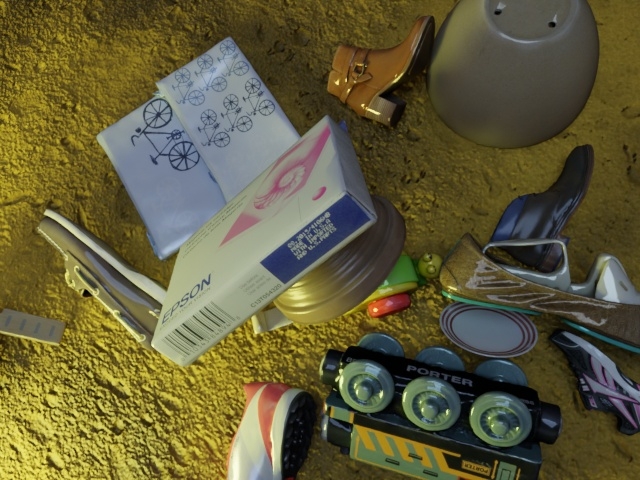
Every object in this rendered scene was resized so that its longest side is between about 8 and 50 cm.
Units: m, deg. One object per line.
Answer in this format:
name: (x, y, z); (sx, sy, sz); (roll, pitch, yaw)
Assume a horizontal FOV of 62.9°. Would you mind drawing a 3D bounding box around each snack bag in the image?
snack bag: (-0.232, -0.179, 0.980); (0.342, 0.037, 0.323); (-33, 73, 1)

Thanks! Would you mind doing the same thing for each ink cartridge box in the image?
ink cartridge box: (-0.086, -0.031, 0.750); (0.324, 0.071, 0.330); (-39, 29, 18)

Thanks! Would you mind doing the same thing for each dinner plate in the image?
dinner plate: (0.250, 0.133, 0.785); (0.141, 0.141, 0.017); (7, 120, 11)

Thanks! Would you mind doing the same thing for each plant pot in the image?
plant pot: (0.316, -0.316, 0.841); (0.284, 0.191, 0.284); (-2, 76, 9)
plant pot: (0.000, 0.000, 0.788); (0.237, 0.110, 0.237); (-31, 32, 21)

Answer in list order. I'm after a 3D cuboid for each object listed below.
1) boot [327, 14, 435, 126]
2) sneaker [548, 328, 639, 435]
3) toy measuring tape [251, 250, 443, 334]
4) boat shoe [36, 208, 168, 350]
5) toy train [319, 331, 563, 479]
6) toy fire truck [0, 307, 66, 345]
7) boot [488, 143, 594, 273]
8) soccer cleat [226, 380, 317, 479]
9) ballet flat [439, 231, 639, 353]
boot: (0.099, -0.313, 0.906); (0.152, 0.073, 0.197); (35, 113, 23)
sneaker: (0.401, 0.207, 0.758); (0.077, 0.072, 0.178); (-48, 67, 7)
toy measuring tape: (0.035, 0.081, 0.828); (0.330, 0.121, 0.121); (-18, 74, 5)
boat shoe: (-0.377, 0.063, 0.904); (0.324, 0.116, 0.097); (34, 80, 10)
toy train: (0.154, 0.255, 0.740); (0.334, 0.142, 0.190); (10, 106, 14)
toy fire truck: (-0.597, 0.199, 0.903); (0.246, 0.158, 0.217); (-8, 74, 18)
boot: (0.351, -0.065, 0.828); (0.106, 0.082, 0.219); (21, 82, 11)
soccer cleat: (-0.098, 0.375, 0.792); (0.116, 0.108, 0.318); (7, 78, 32)
ballet flat: (0.349, 0.064, 0.757); (0.342, 0.116, 0.124); (17, 101, 14)
